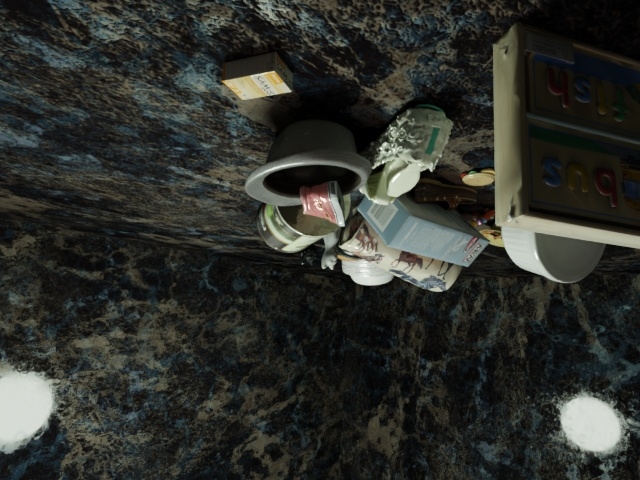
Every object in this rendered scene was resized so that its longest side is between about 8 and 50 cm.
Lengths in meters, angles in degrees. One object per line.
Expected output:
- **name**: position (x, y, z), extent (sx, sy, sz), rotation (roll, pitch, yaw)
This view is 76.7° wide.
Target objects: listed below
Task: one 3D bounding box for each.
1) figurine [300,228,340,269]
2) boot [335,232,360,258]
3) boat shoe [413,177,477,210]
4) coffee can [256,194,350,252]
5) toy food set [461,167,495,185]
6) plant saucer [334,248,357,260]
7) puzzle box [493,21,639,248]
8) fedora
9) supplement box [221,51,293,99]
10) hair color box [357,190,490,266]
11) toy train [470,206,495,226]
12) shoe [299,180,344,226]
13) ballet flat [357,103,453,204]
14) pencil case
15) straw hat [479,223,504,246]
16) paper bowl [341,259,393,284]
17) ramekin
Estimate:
- **figurine**: position (0.000, 0.000, 1.513), extent (0.092, 0.209, 0.215), rotation (-4, 166, 37)
- **boot**: position (0.199, -0.009, 1.600), extent (0.348, 0.131, 0.260), rotation (-4, 169, 17)
- **boat shoe**: position (0.353, -0.119, 1.141), extent (0.207, 0.073, 0.073), rotation (7, 165, -18)
- **coffee can**: position (-0.058, -0.084, 1.145), extent (0.202, 0.201, 0.275), rotation (8, 168, -17)
- **toy food set**: position (0.405, -0.162, 1.038), extent (0.083, 0.020, 0.083), rotation (-1, 168, 24)
- **plant saucer**: position (0.154, 0.044, 1.836), extent (0.200, 0.037, 0.200), rotation (-9, -158, 4)
- **puzzle box**: position (0.431, -0.127, 0.572), extent (0.409, 0.272, 0.052), rotation (7, 168, -15)
- **fedora**: position (-0.028, -0.174, 0.878), extent (0.275, 0.124, 0.244), rotation (-12, 163, 34)
- **supplement box**: position (-0.102, -0.268, 0.663), extent (0.098, 0.036, 0.062), rotation (-1, 168, 23)
- **hair color box**: position (0.310, -0.045, 1.197), extent (0.374, 0.185, 0.113), rotation (12, 121, -36)
- **toy train**: position (0.507, -0.062, 1.346), extent (0.166, 0.046, 0.125), rotation (-36, 173, 18)
- **shoe**: position (0.008, -0.077, 0.895), extent (0.081, 0.063, 0.178), rotation (-4, 161, 9)
- **ballet flat**: position (0.149, -0.154, 0.900), extent (0.147, 0.147, 0.409), rotation (6, 169, -9)
- **pencil case**: position (0.273, 0.027, 1.354), extent (0.410, 0.183, 0.160), rotation (26, 151, -10)
- **straw hat**: position (0.658, -0.033, 1.481), extent (0.144, 0.061, 0.144), rotation (20, 164, 6)
- **paper bowl**: position (0.245, 0.117, 1.925), extent (0.284, 0.148, 0.284), rotation (-6, -167, 1)
- **ramekin**: position (0.593, -0.032, 1.040), extent (0.273, 0.272, 0.127), rotation (9, 180, -23)
